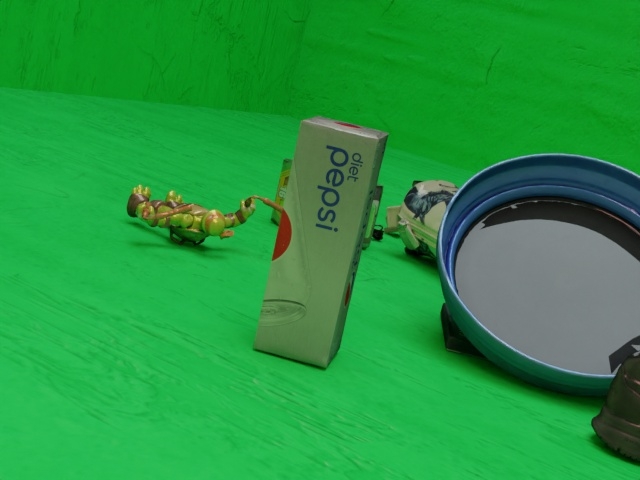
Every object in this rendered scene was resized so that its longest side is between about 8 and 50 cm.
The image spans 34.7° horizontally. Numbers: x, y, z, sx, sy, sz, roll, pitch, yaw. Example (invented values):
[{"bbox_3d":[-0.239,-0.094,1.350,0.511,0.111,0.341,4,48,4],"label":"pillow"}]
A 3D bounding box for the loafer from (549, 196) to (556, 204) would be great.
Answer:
[{"bbox_3d":[0.455,0.057,1.608,0.366,0.134,0.130,38,-28,1],"label":"loafer"}]

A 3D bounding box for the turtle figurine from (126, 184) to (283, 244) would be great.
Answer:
[{"bbox_3d":[-0.206,-0.037,1.679,0.269,0.087,0.217,-7,15,-38],"label":"turtle figurine"}]

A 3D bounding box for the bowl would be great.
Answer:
[{"bbox_3d":[0.354,0.043,1.440,0.391,0.077,0.391,2,52,-3],"label":"bowl"}]

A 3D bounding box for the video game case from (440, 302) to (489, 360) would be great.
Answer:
[{"bbox_3d":[0.316,0.157,1.510,0.274,0.026,0.196,13,11,2],"label":"video game case"}]

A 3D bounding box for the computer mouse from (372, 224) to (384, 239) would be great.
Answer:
[{"bbox_3d":[0.079,-0.044,2.165,0.106,0.042,0.193,9,17,-1],"label":"computer mouse"}]

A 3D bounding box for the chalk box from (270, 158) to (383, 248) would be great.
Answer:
[{"bbox_3d":[0.024,-0.064,1.960,0.132,0.132,0.213,5,13,-38],"label":"chalk box"}]

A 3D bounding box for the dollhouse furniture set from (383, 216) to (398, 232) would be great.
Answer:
[{"bbox_3d":[0.374,-0.022,2.187,0.355,0.174,0.303,-19,8,-37],"label":"dollhouse furniture set"}]

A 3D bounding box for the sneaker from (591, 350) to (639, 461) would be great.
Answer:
[{"bbox_3d":[0.462,0.212,1.159,0.286,0.130,0.109,17,10,8],"label":"sneaker"}]

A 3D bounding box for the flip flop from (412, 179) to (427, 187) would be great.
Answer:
[{"bbox_3d":[0.296,-0.068,2.457,0.112,0.080,0.277,3,31,-28],"label":"flip flop"}]

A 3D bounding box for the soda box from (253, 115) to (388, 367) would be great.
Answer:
[{"bbox_3d":[0.000,0.000,1.232,0.098,0.286,0.091,15,13,9],"label":"soda box"}]

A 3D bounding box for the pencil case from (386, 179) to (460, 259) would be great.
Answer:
[{"bbox_3d":[0.293,0.009,1.861,0.183,0.160,0.410,-17,23,-21],"label":"pencil case"}]
